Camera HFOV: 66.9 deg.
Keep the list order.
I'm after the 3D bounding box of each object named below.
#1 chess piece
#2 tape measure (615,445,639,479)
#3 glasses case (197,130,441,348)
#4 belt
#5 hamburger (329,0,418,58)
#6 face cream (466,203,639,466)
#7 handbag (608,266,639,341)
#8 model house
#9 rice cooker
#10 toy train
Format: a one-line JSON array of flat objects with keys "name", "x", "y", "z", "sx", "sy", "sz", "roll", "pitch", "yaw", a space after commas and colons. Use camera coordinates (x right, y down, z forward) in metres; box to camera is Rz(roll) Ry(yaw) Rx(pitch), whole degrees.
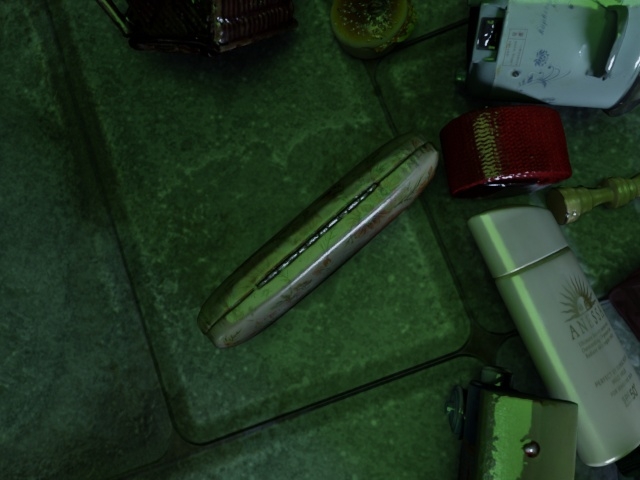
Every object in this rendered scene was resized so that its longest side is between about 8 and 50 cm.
[{"name": "chess piece", "x": 0.437, "y": -0.072, "z": 0.727, "sx": 0.172, "sy": 0.060, "sz": 0.060, "roll": -15, "pitch": 81, "yaw": 1}, {"name": "tape measure", "x": 0.484, "y": 0.399, "z": 0.575, "sx": 0.084, "sy": 0.164, "sz": 0.330, "roll": -50, "pitch": 56, "yaw": 35}, {"name": "glasses case", "x": 0.000, "y": 0.000, "z": 0.706, "sx": 0.425, "sy": 0.156, "sz": 0.098, "roll": -41, "pitch": 82, "yaw": -1}, {"name": "belt", "x": 0.264, "y": -0.132, "z": 0.696, "sx": 0.201, "sy": 0.128, "sz": 0.124, "roll": -5, "pitch": 81, "yaw": -28}, {"name": "hamburger", "x": 0.085, "y": -0.360, "z": 0.784, "sx": 0.141, "sy": 0.081, "sz": 0.126, "roll": 34, "pitch": 87, "yaw": 10}, {"name": "face cream", "x": 0.334, "y": 0.106, "z": 0.675, "sx": 0.173, "sy": 0.081, "sz": 0.348, "roll": -15, "pitch": 78, "yaw": -38}, {"name": "handbag", "x": 0.514, "y": 0.121, "z": 0.649, "sx": 0.135, "sy": 0.146, "sz": 0.225, "roll": -28, "pitch": 80, "yaw": -4}, {"name": "model house", "x": -0.154, "y": -0.426, "z": 0.776, "sx": 0.282, "sy": 0.297, "sz": 0.317, "roll": 47, "pitch": 51, "yaw": 0}, {"name": "rice cooker", "x": 0.346, "y": -0.309, "z": 0.661, "sx": 0.316, "sy": 0.317, "sz": 0.264, "roll": 4, "pitch": 125, "yaw": 6}, {"name": "toy train", "x": 0.222, "y": 0.318, "z": 0.620, "sx": 0.131, "sy": 0.202, "sz": 0.300, "roll": 7, "pitch": 82, "yaw": 4}]
